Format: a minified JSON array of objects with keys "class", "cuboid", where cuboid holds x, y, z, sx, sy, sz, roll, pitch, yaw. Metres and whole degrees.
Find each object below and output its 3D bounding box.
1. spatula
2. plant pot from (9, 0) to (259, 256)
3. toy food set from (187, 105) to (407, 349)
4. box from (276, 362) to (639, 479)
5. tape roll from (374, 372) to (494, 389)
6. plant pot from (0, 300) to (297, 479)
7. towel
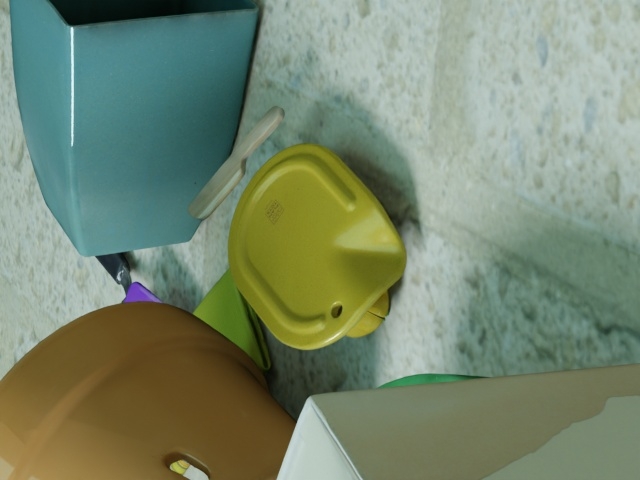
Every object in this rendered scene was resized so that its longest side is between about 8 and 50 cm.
[{"class":"spatula","cuboid":[-0.189,0.043,1.682,0.296,0.030,0.084,-126,48,-56]},{"class":"plant pot","cuboid":[-0.167,-0.115,1.522,0.166,0.165,0.234,47,139,50]},{"class":"toy food set","cuboid":[0.000,0.000,1.325,0.128,0.071,0.218,-54,43,15]},{"class":"box","cuboid":[0.135,0.147,0.823,0.121,0.311,0.148,57,138,43]},{"class":"tape roll","cuboid":[0.086,0.241,1.059,0.321,0.077,0.321,-17,69,54]},{"class":"plant pot","cuboid":[-0.109,0.216,1.336,0.203,0.291,0.291,27,116,40]},{"class":"towel","cuboid":[-0.102,0.122,1.559,0.237,0.021,0.102,-51,52,50]}]
